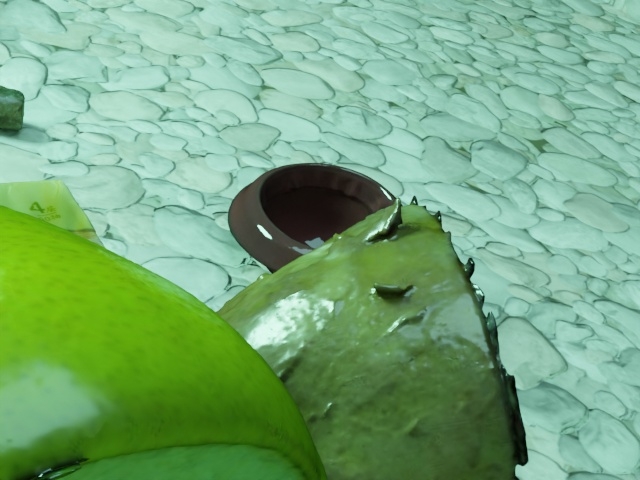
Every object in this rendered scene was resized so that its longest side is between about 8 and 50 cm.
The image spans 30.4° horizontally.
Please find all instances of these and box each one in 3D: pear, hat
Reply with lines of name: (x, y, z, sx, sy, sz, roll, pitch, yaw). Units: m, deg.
pear: (-0.217, 0.094, 0.647, 0.342, 0.238, 0.318, -34, 50, -5)
hat: (0.000, 0.000, 1.196, 0.206, 0.089, 0.205, 11, 35, -7)

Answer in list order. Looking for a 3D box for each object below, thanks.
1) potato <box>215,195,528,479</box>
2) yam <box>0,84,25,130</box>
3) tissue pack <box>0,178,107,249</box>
potato: (-0.014, 0.140, 0.800, 0.237, 0.300, 0.288, -9, 38, -9)
yam: (-0.454, -0.174, 1.268, 0.274, 0.061, 0.061, 13, 30, -11)
tissue pack: (-0.291, 0.052, 0.879, 0.234, 0.159, 0.125, -7, 38, -36)
